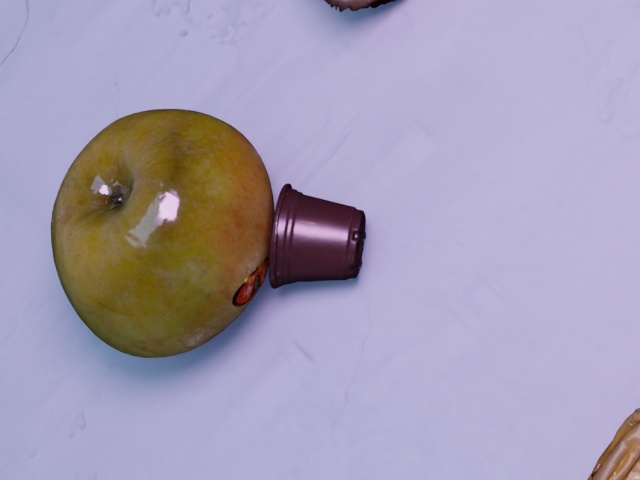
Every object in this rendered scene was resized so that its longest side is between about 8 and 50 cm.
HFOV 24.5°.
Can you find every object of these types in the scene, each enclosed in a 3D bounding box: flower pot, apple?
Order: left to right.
[{"bbox_3d":[-0.168,-0.011,1.530,0.261,0.194,0.260,-18,59,31],"label":"apple"},{"bbox_3d":[0.000,0.000,1.532,0.089,0.111,0.111,7,81,7],"label":"flower pot"}]

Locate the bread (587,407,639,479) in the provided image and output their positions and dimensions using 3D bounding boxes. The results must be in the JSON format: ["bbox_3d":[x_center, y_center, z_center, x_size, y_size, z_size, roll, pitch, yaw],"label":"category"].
[{"bbox_3d":[0.318,0.224,1.346,0.132,0.114,0.190,38,103,14],"label":"bread"}]

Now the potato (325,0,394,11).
[{"bbox_3d":[0.026,-0.399,1.552,0.229,0.229,0.266,-43,63,8],"label":"potato"}]
